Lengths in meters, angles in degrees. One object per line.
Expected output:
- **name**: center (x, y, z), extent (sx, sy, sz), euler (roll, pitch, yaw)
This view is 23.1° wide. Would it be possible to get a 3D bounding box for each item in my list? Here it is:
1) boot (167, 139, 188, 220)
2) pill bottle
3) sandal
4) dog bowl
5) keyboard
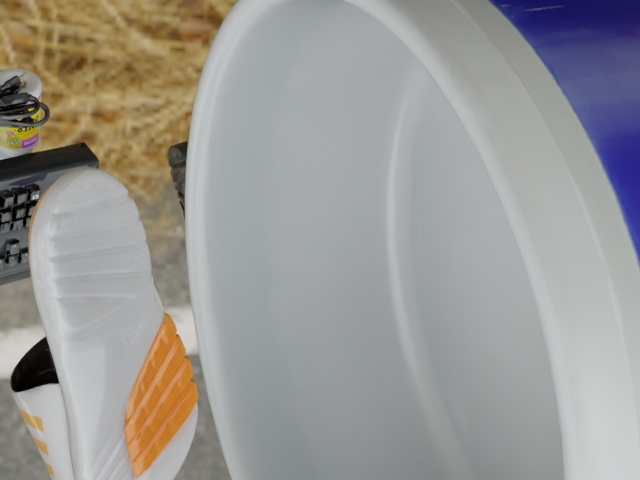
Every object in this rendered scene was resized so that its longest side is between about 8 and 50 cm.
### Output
- **boot**: center (0.000, 0.000, 1.336), extent (0.207, 0.246, 0.094), euler (-18, -174, -18)
- **pill bottle**: center (-0.263, -0.105, 1.349), extent (0.043, 0.043, 0.083), euler (5, 134, -7)
- **sandal**: center (-0.137, 0.060, 0.912), extent (0.076, 0.102, 0.265), euler (21, 134, 30)
- **dog bowl**: center (0.051, 0.033, 0.532), extent (0.104, 0.265, 0.265), euler (-11, 157, -25)
- **keyboard**: center (-0.316, -0.027, 1.267), extent (0.317, 0.033, 0.201), euler (-18, 130, -38)
